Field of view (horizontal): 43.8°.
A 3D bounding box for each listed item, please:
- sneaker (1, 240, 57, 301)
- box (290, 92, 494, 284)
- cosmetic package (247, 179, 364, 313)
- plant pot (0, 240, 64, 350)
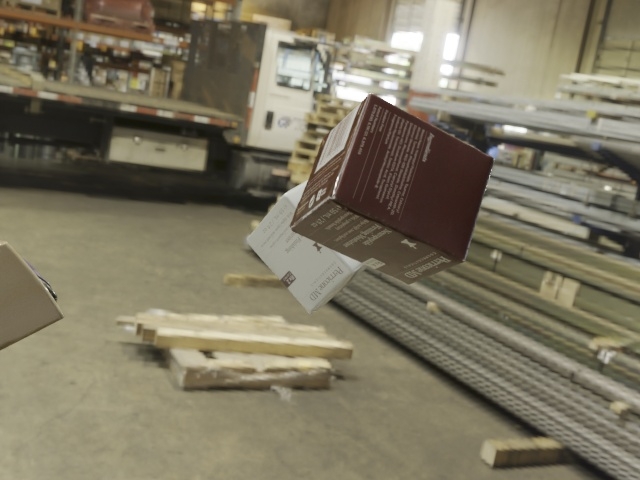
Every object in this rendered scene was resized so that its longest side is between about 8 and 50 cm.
[{"bbox_3d":[-0.416,0.057,0.942,0.124,0.107,0.283,33,9,14],"label":"sneaker"},{"bbox_3d":[0.096,-0.065,1.105,0.203,0.167,0.168,25,-22,-13],"label":"box"},{"bbox_3d":[0.000,0.000,1.444,0.183,0.151,0.151,48,43,7],"label":"cosmetic package"},{"bbox_3d":[-0.353,0.056,0.836,0.109,0.096,0.109,-28,20,-32],"label":"plant pot"}]
